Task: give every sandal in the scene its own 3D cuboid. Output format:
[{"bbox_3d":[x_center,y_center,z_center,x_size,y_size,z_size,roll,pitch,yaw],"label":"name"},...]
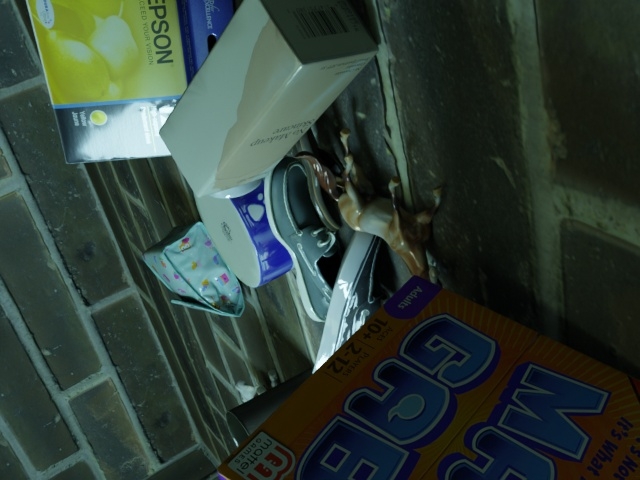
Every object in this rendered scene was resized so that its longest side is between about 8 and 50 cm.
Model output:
[{"bbox_3d":[0.007,-0.109,1.190,0.090,0.060,0.219,-92,-12,-61],"label":"sandal"}]

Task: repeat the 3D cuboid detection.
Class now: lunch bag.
[{"bbox_3d":[-0.319,0.095,2.024,0.262,0.160,0.223,55,157,-15],"label":"lunch bag"}]

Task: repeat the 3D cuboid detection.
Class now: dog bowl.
[{"bbox_3d":[-0.146,-0.043,1.544,0.265,0.104,0.264,47,154,31],"label":"dog bowl"}]

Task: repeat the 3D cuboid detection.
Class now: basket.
[{"bbox_3d":[-0.080,0.401,1.765,0.154,0.227,0.204,52,156,22],"label":"basket"}]

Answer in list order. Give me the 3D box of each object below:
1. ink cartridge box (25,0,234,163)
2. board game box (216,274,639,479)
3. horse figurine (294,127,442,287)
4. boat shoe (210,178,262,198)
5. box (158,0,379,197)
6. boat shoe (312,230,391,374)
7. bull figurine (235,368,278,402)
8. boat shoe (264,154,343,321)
[{"bbox_3d":[-0.286,-0.278,1.255,0.072,0.307,0.303,-101,7,-56],"label":"ink cartridge box"},{"bbox_3d":[0.155,0.333,0.905,0.356,0.356,0.356,26,141,33],"label":"board game box"},{"bbox_3d":[0.080,-0.048,1.083,0.263,0.066,0.174,34,149,31],"label":"horse figurine"},{"bbox_3d":[-0.133,-0.156,1.252,0.258,0.095,0.084,-81,-14,-58],"label":"boat shoe"},{"bbox_3d":[-0.080,-0.197,1.039,0.121,0.148,0.311,59,139,10],"label":"box"},{"bbox_3d":[0.067,0.105,1.234,0.108,0.102,0.301,-66,-9,-66],"label":"boat shoe"},{"bbox_3d":[-0.127,0.472,2.119,0.310,0.101,0.188,48,153,30],"label":"bull figurine"},{"bbox_3d":[0.000,0.000,1.307,0.099,0.116,0.319,3,121,38],"label":"boat shoe"}]
